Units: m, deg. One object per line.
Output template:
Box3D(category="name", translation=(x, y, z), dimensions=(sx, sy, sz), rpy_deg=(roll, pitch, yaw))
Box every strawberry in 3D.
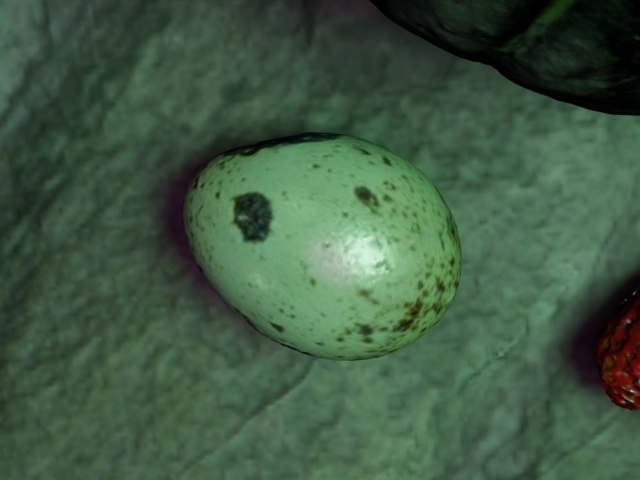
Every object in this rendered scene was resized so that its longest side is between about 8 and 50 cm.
Box3D(category="strawberry", translation=(0.156, 0.043, 0.522), dimensions=(0.096, 0.083, 0.083), rpy_deg=(-13, 101, 11))

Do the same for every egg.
Box3D(category="egg", translation=(0.000, 0.000, 0.510), dimensions=(0.110, 0.085, 0.085), rpy_deg=(25, 102, 12))

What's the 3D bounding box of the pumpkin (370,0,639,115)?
Box3D(category="pumpkin", translation=(0.096, -0.171, 0.415), dimensions=(0.296, 0.296, 0.296), rpy_deg=(0, 102, 1))
